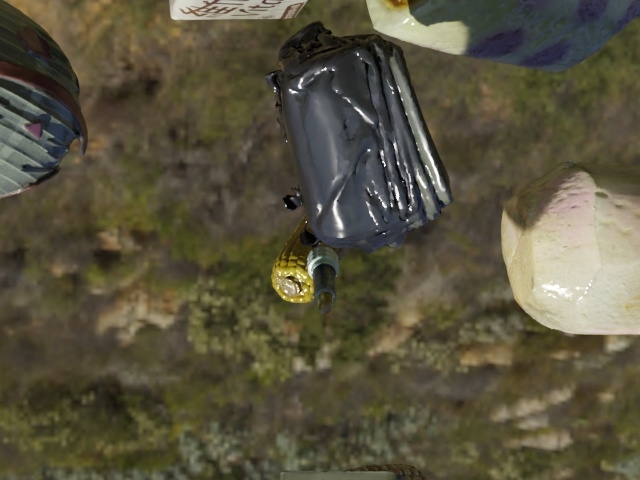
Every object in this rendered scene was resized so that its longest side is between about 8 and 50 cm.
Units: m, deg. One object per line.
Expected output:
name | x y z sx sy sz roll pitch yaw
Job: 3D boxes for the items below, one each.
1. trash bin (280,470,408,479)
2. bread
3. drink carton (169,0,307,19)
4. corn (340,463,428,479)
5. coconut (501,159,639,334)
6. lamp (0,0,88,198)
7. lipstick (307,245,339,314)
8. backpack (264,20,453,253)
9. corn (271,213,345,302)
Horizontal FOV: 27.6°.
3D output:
trash bin | 0.024 0.408 1.569 0.164 0.241 0.122 -3 153 24
bread | 0.219 -0.294 1.506 0.338 0.155 0.187 4 152 -46
drink carton | -0.104 -0.389 1.771 0.194 0.132 0.324 -4 179 -10
corn | 0.092 0.412 2.167 0.079 0.080 0.237 16 -175 41
coconut | 0.324 0.011 1.487 0.236 0.198 0.237 -2 172 0
lamp | -0.387 -0.153 1.413 0.233 0.233 0.265 19 177 45
lipstick | 0.005 0.047 1.444 0.037 0.037 0.116 3 -154 -4
backpack | 0.017 -0.091 1.147 0.133 0.206 0.258 -17 -169 -3
corn | 0.000 0.000 1.771 0.080 0.080 0.231 8 -143 18
